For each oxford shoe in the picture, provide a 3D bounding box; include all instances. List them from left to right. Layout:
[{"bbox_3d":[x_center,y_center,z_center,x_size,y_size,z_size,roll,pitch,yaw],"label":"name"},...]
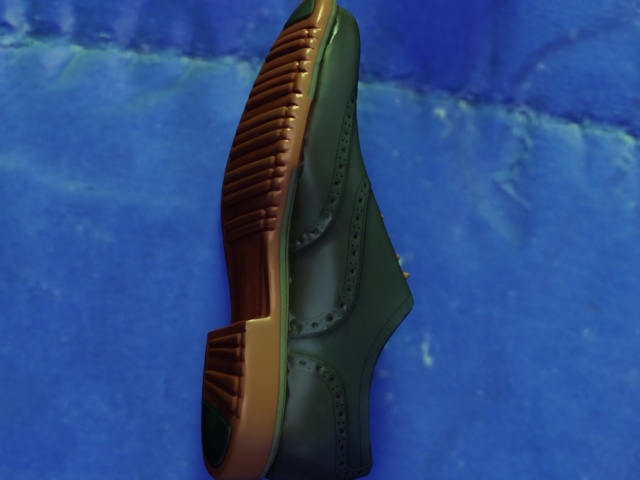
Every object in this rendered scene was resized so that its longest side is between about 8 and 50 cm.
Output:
[{"bbox_3d":[0.000,0.000,0.842,0.098,0.097,0.271,9,87,-19],"label":"oxford shoe"}]
